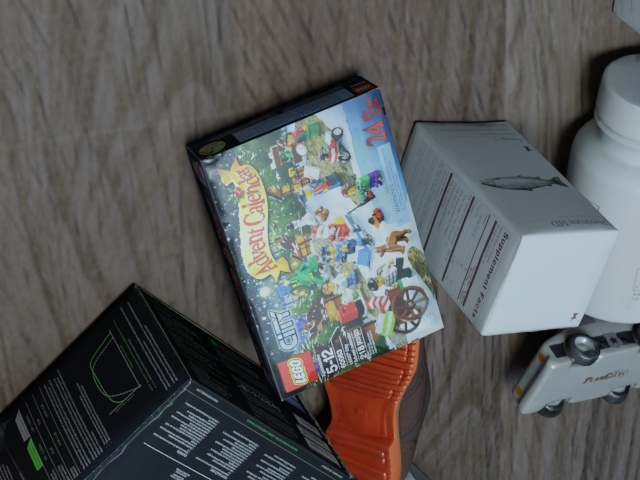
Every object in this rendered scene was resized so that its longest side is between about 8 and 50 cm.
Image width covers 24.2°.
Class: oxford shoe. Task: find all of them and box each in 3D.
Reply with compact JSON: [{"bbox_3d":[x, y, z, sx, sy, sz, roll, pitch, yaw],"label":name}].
[{"bbox_3d":[0.058,0.121,1.418,0.098,0.097,0.271,-38,141,-52],"label":"oxford shoe"}]

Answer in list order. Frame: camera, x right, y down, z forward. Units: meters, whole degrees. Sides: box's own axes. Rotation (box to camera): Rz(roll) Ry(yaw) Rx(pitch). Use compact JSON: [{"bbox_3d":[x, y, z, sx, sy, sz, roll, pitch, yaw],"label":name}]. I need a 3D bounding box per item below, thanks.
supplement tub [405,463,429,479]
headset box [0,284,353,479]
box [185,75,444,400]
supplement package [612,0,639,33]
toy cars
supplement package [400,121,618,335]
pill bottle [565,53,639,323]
[{"bbox_3d":[0.048,0.332,1.521,0.199,0.144,0.144,-41,136,4],"label":"supplement tub"},{"bbox_3d":[-0.162,0.221,1.311,0.283,0.131,0.246,-45,136,7],"label":"headset box"},{"bbox_3d":[0.000,0.000,1.245,0.159,0.044,0.233,-24,117,-13],"label":"box"},{"bbox_3d":[0.369,-0.201,1.217,0.139,0.244,0.134,-17,132,-19],"label":"supplement package"},{"bbox_3d":[0.361,0.058,1.540,0.393,0.087,0.176,-32,147,1],"label":"toy cars"},{"bbox_3d":[0.150,-0.014,1.279,0.105,0.179,0.105,-3,126,-31],"label":"supplement package"},{"bbox_3d":[0.290,-0.048,1.373,0.131,0.131,0.229,-14,131,-22],"label":"pill bottle"}]
